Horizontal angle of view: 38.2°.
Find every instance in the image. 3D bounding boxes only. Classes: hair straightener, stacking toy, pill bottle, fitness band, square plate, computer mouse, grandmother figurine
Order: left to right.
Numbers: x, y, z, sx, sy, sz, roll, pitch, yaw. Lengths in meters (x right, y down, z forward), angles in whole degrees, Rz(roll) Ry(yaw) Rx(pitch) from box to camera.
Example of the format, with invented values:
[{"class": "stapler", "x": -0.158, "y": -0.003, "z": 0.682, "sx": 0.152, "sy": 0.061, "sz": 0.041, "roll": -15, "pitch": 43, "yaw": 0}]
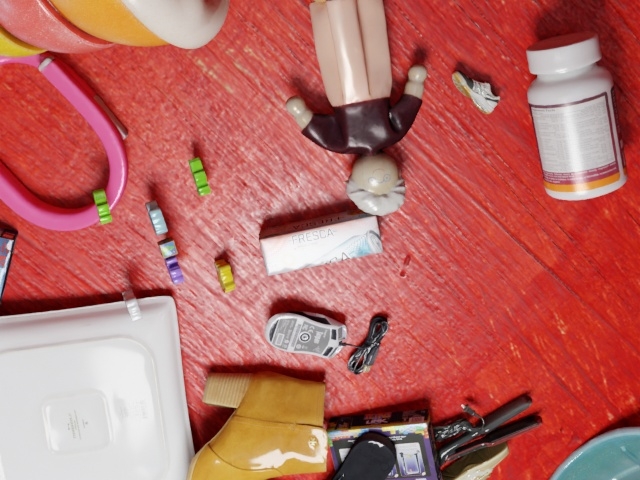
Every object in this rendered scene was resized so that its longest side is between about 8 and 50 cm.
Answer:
[{"class": "stacking toy", "x": -0.388, "y": -0.347, "z": 1.185, "sx": 0.479, "sy": 0.351, "sz": 0.351, "roll": -18, "pitch": 109, "yaw": 20}, {"class": "fitness band", "x": -0.410, "y": -0.147, "z": 1.349, "sx": 0.209, "sy": 0.054, "sz": 0.291, "roll": -38, "pitch": 105, "yaw": 10}, {"class": "square plate", "x": -0.380, "y": 0.276, "z": 1.446, "sx": 0.343, "sy": 0.049, "sz": 0.348, "roll": -7, "pitch": 103, "yaw": -6}, {"class": "stacking toy", "x": -0.233, "y": 0.001, "z": 1.383, "sx": 0.166, "sy": 0.052, "sz": 0.221, "roll": -19, "pitch": 110, "yaw": -14}, {"class": "computer mouse", "x": 0.005, "y": 0.149, "z": 1.471, "sx": 0.192, "sy": 0.042, "sz": 0.106, "roll": 15, "pitch": 112, "yaw": -13}, {"class": "grandmother figurine", "x": 0.055, "y": -0.200, "z": 1.327, "sx": 0.207, "sy": 0.104, "sz": 0.343, "roll": -10, "pitch": 106, "yaw": 10}, {"class": "hair straightener", "x": 0.247, "y": 0.308, "z": 1.536, "sx": 0.230, "sy": 0.047, "sz": 0.089, "roll": -24, "pitch": 102, "yaw": 11}, {"class": "pill bottle", "x": 0.366, "y": -0.179, "z": 1.331, "sx": 0.121, "sy": 0.121, "sz": 0.221, "roll": -15, "pitch": 108, "yaw": 3}]

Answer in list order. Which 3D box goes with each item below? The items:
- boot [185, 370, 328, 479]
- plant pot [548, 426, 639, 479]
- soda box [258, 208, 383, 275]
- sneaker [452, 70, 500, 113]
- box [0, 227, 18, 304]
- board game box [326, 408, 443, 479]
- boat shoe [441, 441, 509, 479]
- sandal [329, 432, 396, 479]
[{"class": "boot", "x": -0.096, "y": 0.355, "z": 1.457, "sx": 0.211, "sy": 0.104, "sz": 0.295, "roll": 9, "pitch": 81, "yaw": 4}, {"class": "plant pot", "x": 0.567, "y": 0.532, "z": 1.484, "sx": 0.334, "sy": 0.341, "sz": 0.341, "roll": 36, "pitch": 104, "yaw": -21}, {"class": "soda box", "x": 0.000, "y": 0.000, "z": 1.410, "sx": 0.183, "sy": 0.058, "sz": 0.063, "roll": -12, "pitch": 108, "yaw": 2}, {"class": "sneaker", "x": 0.230, "y": -0.226, "z": 1.362, "sx": 0.083, "sy": 0.032, "sz": 0.037, "roll": 42, "pitch": 88, "yaw": -19}, {"class": "box", "x": -0.571, "y": 0.077, "z": 1.414, "sx": 0.159, "sy": 0.044, "sz": 0.233, "roll": 15, "pitch": 107, "yaw": -13}, {"class": "board game box", "x": 0.107, "y": 0.355, "z": 1.520, "sx": 0.170, "sy": 0.048, "sz": 0.141, "roll": -7, "pitch": 110, "yaw": 15}, {"class": "boat shoe", "x": 0.264, "y": 0.382, "z": 1.556, "sx": 0.135, "sy": 0.050, "sz": 0.045, "roll": -35, "pitch": 117, "yaw": 13}, {"class": "sandal", "x": 0.042, "y": 0.425, "z": 1.504, "sx": 0.097, "sy": 0.054, "sz": 0.255, "roll": 21, "pitch": 114, "yaw": 3}]
